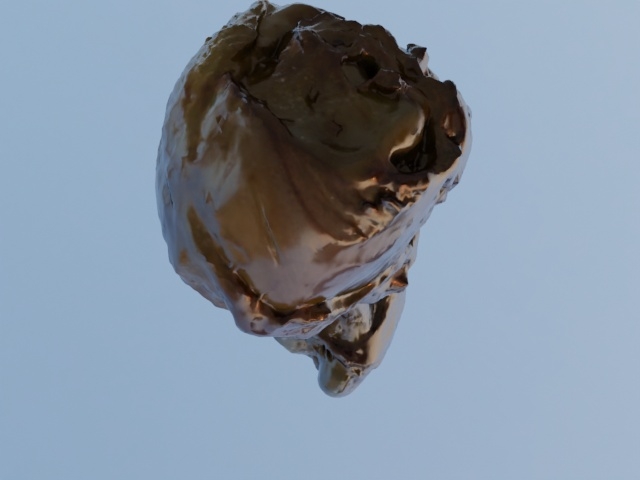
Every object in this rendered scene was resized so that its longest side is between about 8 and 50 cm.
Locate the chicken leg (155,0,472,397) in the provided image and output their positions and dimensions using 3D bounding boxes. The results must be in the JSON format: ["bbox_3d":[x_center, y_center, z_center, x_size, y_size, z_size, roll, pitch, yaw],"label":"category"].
[{"bbox_3d":[-0.002,-0.003,0.594,0.087,0.251,0.107,39,-102,15],"label":"chicken leg"}]
